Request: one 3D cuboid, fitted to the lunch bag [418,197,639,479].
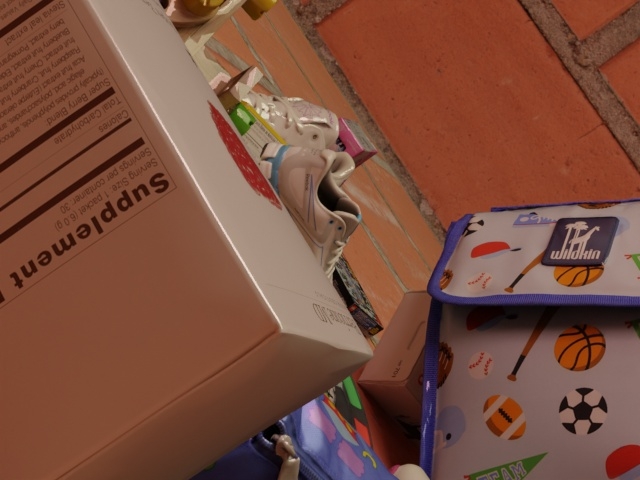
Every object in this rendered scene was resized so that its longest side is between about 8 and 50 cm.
[{"bbox_3d":[0.281,0.134,1.390,0.239,0.328,0.385,45,48,-56],"label":"lunch bag"}]

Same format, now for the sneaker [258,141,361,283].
[{"bbox_3d":[0.000,0.000,1.231,0.071,0.083,0.191,-60,144,-55],"label":"sneaker"}]

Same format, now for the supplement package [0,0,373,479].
[{"bbox_3d":[-0.132,-0.018,0.738,0.293,0.175,0.177,59,9,16],"label":"supplement package"}]

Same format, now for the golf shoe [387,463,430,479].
[{"bbox_3d":[0.152,0.306,1.162,0.115,0.140,0.306,42,15,-50],"label":"golf shoe"}]

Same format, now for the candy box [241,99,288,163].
[{"bbox_3d":[-0.062,-0.055,1.429,0.027,0.105,0.206,30,-10,40],"label":"candy box"}]

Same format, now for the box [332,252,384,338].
[{"bbox_3d":[0.026,0.053,1.724,0.094,0.027,0.137,43,15,-55],"label":"box"}]

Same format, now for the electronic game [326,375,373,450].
[{"bbox_3d":[-0.017,0.121,1.136,0.229,0.048,0.229,54,18,-27],"label":"electronic game"}]

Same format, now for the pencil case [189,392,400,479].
[{"bbox_3d":[0.014,0.195,0.896,0.306,0.119,0.133,51,-14,-22],"label":"pencil case"}]

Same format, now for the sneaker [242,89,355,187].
[{"bbox_3d":[-0.075,-0.132,1.484,0.305,0.152,0.114,43,16,-46],"label":"sneaker"}]

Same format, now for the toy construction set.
[{"bbox_3d":[-0.089,-0.238,1.250,0.237,0.309,0.257,51,32,-7],"label":"toy construction set"}]

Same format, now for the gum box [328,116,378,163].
[{"bbox_3d":[0.018,-0.132,2.067,0.062,0.107,0.188,56,9,4],"label":"gum box"}]

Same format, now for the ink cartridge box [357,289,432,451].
[{"bbox_3d":[0.149,0.169,1.569,0.082,0.139,0.191,-4,-45,47],"label":"ink cartridge box"}]
